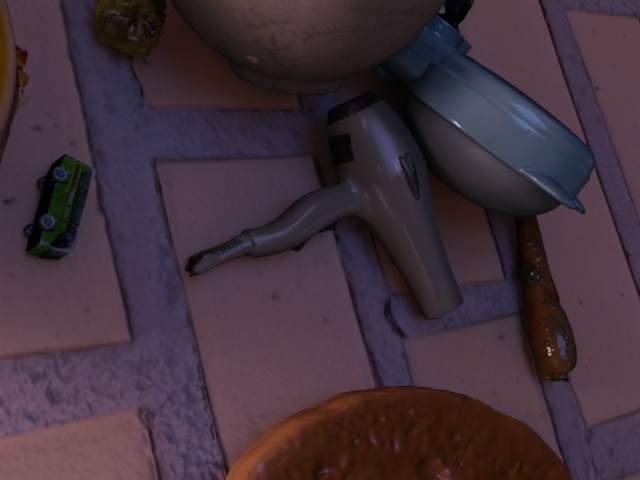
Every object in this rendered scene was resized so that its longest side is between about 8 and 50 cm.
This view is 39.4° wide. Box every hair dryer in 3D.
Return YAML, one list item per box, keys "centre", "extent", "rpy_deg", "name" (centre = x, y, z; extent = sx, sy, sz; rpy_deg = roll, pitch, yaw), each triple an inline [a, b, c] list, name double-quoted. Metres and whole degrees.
- centre: [0.031, 0.018, 0.844]
  extent: [0.229, 0.092, 0.267]
  rpy_deg: [49, 65, -16]
  name: "hair dryer"

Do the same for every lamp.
- centre: [0.162, -0.131, 0.923]
  extent: [0.284, 0.147, 0.209]
  rpy_deg: [59, 15, 11]
  name: "lamp"

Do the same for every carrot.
- centre: [0.239, 0.033, 0.989]
  extent: [0.049, 0.049, 0.254]
  rpy_deg: [9, 63, -32]
  name: "carrot"

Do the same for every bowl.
- centre: [-0.019, -0.220, 0.822]
  extent: [0.314, 0.146, 0.313]
  rpy_deg: [5, 30, -3]
  name: "bowl"

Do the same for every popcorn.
- centre: [-0.164, -0.200, 0.792]
  extent: [0.068, 0.060, 0.083]
  rpy_deg: [55, 42, -4]
  name: "popcorn"

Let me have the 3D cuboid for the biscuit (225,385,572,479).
- centre: [0.081, 0.302, 0.749]
  extent: [0.385, 0.062, 0.364]
  rpy_deg: [12, 67, -31]
  name: "biscuit"

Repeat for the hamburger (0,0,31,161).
- centre: [-0.329, -0.104, 0.559]
  extent: [0.276, 0.179, 0.294]
  rpy_deg: [40, 56, -12]
  name: "hamburger"

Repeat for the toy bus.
- centre: [-0.206, -0.025, 0.706]
  extent: [0.037, 0.031, 0.083]
  rpy_deg: [27, 57, -35]
  name: "toy bus"
